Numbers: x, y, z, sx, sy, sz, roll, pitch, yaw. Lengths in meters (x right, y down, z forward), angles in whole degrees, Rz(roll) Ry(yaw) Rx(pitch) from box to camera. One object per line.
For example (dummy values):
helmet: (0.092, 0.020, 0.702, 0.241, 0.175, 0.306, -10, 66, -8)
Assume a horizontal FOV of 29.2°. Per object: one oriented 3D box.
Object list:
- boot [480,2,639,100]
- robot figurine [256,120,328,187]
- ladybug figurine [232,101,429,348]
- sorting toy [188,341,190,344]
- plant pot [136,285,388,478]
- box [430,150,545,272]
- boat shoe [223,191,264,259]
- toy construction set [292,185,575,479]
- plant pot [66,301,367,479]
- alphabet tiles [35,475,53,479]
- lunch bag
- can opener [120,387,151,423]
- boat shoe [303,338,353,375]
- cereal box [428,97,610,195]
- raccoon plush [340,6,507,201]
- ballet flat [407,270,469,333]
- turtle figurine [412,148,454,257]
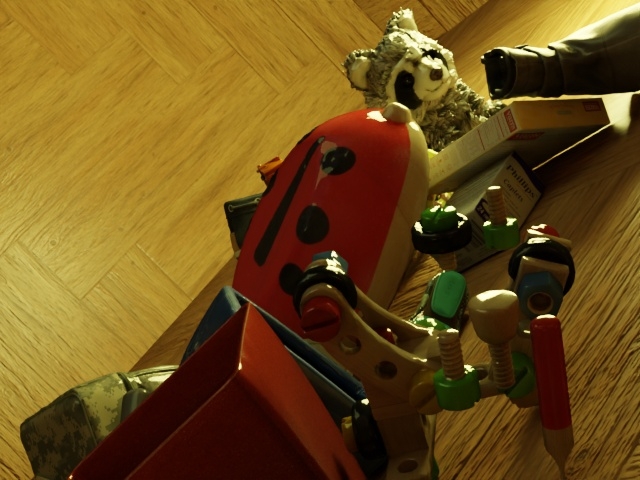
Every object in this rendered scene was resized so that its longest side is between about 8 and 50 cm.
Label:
boot: (0.338, -0.232, 1.577, 0.222, 0.118, 0.338, -7, -7, -8)
robot figurine: (0.022, -0.034, 1.988, 0.211, 0.291, 0.085, -34, 31, -9)
ladybug figurine: (0.000, 0.000, 1.761, 0.449, 0.161, 0.305, -66, 31, 12)
sorting toy: (-0.107, 0.123, 2.411, 0.255, 0.089, 0.257, -49, 9, -30)
plant pot: (-0.076, 0.210, 1.392, 0.212, 0.236, 0.236, -51, 8, 1)
box: (0.220, -0.035, 1.670, 0.126, 0.072, 0.137, -33, 15, 51)
boat shoe: (0.018, -0.120, 2.499, 0.500, 0.156, 0.187, -28, -4, 15)
toy construction set: (0.129, 0.129, 1.088, 0.257, 0.237, 0.309, -17, 22, -13)
plant pot: (-0.083, 0.255, 1.158, 0.267, 0.236, 0.267, -44, 8, 7)
alphabet tiles: (-0.394, 0.475, 1.881, 0.237, 0.009, 0.198, -2, 79, 52)
lunch bag: (-0.303, 0.320, 1.985, 0.256, 0.213, 0.305, -19, -9, -37)
can opener: (-0.270, 0.350, 1.701, 0.095, 0.076, 0.284, -20, 54, 31)
boat shoe: (-0.102, 0.253, 1.660, 0.340, 0.127, 0.113, -33, -33, -13)
cereal box: (0.264, -0.131, 1.728, 0.173, 0.047, 0.240, -7, -16, -35)
raccoon plush: (0.119, -0.194, 2.143, 0.216, 0.299, 0.446, -51, 10, -36)
ballet flat: (0.133, 0.111, 1.467, 0.070, 0.070, 0.188, -38, 9, 39)
turtle figurine: (0.134, -0.024, 1.892, 0.269, 0.087, 0.217, -31, -27, -26)
